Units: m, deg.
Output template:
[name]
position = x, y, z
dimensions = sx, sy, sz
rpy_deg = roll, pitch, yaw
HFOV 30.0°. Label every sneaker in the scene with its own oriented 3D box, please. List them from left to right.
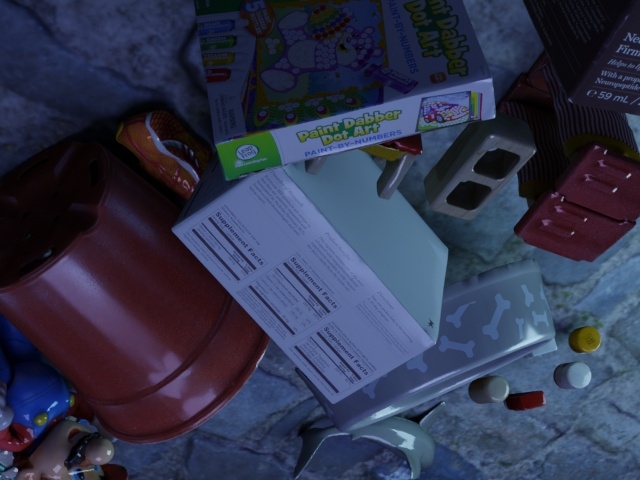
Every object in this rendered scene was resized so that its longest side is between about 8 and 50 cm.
[sneaker]
position = -0.165, -0.087, 1.344
dimensions = 0.067, 0.064, 0.175
rpy_deg = -8, 141, 27

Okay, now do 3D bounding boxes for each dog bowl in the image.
[dog bowl]
position = 0.144, 0.143, 1.544
dimensions = 0.349, 0.102, 0.349
rpy_deg = -22, 168, -5

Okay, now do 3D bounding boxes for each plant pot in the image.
[plant pot]
position = -0.233, 0.046, 1.334
dimensions = 0.272, 0.272, 0.265
rpy_deg = -27, 132, 18

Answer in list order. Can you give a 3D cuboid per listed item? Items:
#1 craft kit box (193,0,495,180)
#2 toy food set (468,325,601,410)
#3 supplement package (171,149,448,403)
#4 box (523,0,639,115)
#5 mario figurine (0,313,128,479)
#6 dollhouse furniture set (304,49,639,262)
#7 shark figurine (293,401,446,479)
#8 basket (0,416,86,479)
[craft kit box]
position = 0.012, -0.185, 1.106
dimensions = 0.246, 0.250, 0.061
rpy_deg = -12, 140, -1
[toy food set]
position = 0.299, 0.193, 1.777
dimensions = 0.232, 0.111, 0.104
rpy_deg = -15, 174, -14
[supplement package]
position = 0.000, 0.000, 1.293
dimensions = 0.145, 0.204, 0.262
rpy_deg = -33, 109, 24
[box]
position = 0.334, -0.251, 1.178
dimensions = 0.168, 0.167, 0.203
rpy_deg = 6, 138, -21
[mario figurine]
position = -0.319, 0.202, 1.448
dimensions = 0.198, 0.320, 0.170
rpy_deg = -28, -171, -24
[dollhouse furniture set]
position = 0.173, -0.136, 1.263
dimensions = 0.374, 0.201, 0.152
rpy_deg = 17, 133, -24
[shark figurine]
position = 0.103, 0.329, 1.877
dimensions = 0.278, 0.116, 0.166
rpy_deg = 14, 133, -32
[basket]
position = -0.428, 0.316, 1.637
dimensions = 0.255, 0.201, 0.289
rpy_deg = -18, 134, 18
